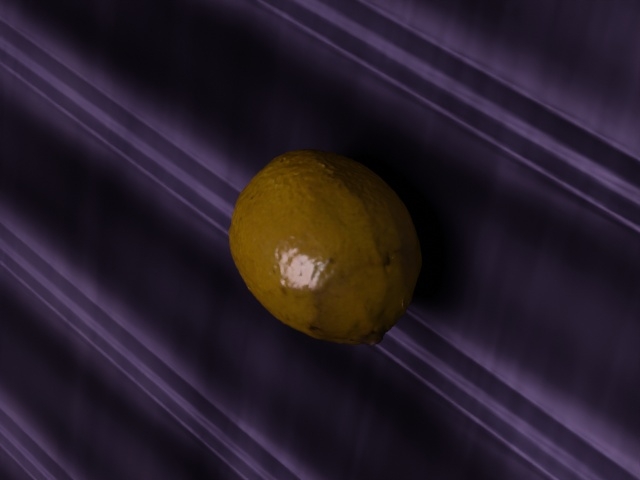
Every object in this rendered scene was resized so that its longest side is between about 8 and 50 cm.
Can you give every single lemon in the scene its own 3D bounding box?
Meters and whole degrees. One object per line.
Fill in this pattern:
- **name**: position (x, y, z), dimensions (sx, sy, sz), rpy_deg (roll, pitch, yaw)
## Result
- **lemon**: position (0.000, 0.000, 0.834), dimensions (0.111, 0.082, 0.082), rpy_deg (49, 135, 37)
